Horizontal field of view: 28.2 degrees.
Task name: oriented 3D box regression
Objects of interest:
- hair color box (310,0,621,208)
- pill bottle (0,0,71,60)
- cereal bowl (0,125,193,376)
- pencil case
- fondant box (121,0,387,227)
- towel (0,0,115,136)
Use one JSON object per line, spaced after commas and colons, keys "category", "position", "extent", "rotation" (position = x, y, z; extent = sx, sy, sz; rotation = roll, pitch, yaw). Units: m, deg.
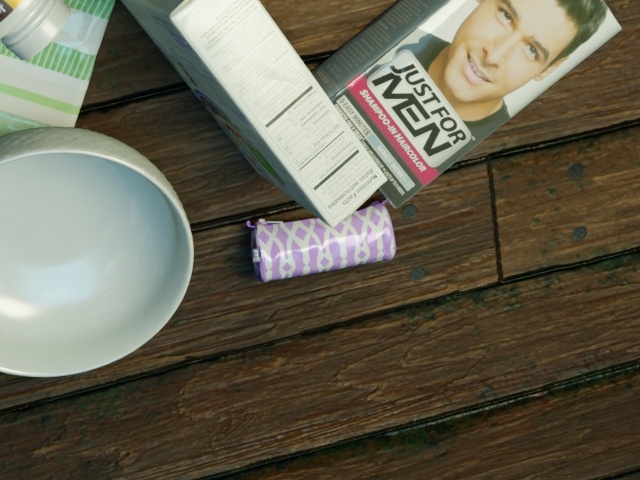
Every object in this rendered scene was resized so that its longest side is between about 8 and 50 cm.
{"category": "hair color box", "position": [0.177, -0.238, 1.645], "extent": [0.374, 0.113, 0.185], "rotation": [-39, 117, 4]}
{"category": "pill bottle", "position": [-0.384, -0.304, 1.421], "extent": [0.117, 0.117, 0.215], "rotation": [-42, 118, 6]}
{"category": "cereal bowl", "position": [-0.336, -0.001, 1.586], "extent": [0.339, 0.141, 0.339], "rotation": [-9, 126, -12]}
{"category": "pencil case", "position": [0.000, 0.000, 1.726], "extent": [0.206, 0.086, 0.088], "rotation": [-9, 88, -12]}
{"category": "fondant box", "position": [-0.087, -0.189, 1.512], "extent": [0.096, 0.238, 0.330], "rotation": [-41, 121, -7]}
{"category": "towel", "position": [-0.381, -0.267, 1.527], "extent": [0.247, 0.038, 0.325], "rotation": [16, 109, -21]}
